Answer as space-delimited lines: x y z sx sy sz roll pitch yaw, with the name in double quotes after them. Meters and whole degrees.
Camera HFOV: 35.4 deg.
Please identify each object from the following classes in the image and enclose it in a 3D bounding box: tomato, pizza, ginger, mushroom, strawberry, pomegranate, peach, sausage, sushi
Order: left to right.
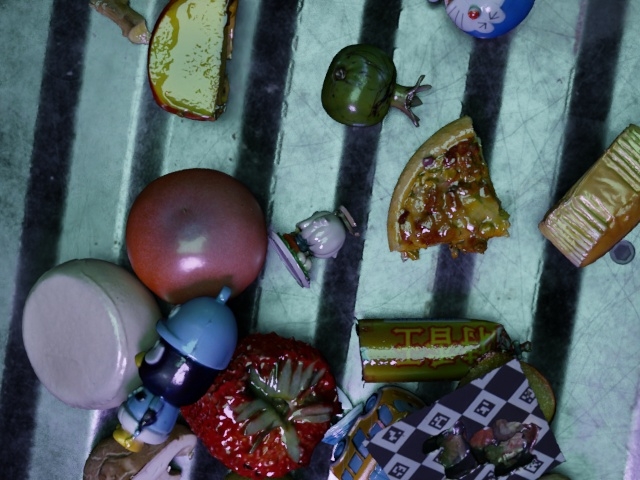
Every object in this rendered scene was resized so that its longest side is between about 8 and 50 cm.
-0.370 -0.422 1.895 0.137 0.044 0.057 41 114 5 "ginger"
-0.365 0.431 1.896 0.286 0.156 0.151 -50 58 5 "mushroom"
-0.234 -0.353 1.820 0.153 0.159 0.268 6 95 -4 "peach"
-0.222 -0.006 1.801 0.255 0.224 0.256 -2 69 4 "tomato"
-0.115 0.288 1.819 0.261 0.257 0.261 -1 91 -24 "strawberry"
0.099 -0.266 1.803 0.191 0.131 0.152 21 91 -2 "pomegranate"
0.219 0.202 1.809 0.317 0.117 0.125 0 101 7 "sausage"
0.246 -0.069 1.814 0.228 0.081 0.290 32 94 4 "pizza"
0.248 0.351 1.741 0.292 0.059 0.294 -30 122 1 "sushi"
0.313 0.272 1.778 0.189 0.068 0.279 -18 128 0 "peach"

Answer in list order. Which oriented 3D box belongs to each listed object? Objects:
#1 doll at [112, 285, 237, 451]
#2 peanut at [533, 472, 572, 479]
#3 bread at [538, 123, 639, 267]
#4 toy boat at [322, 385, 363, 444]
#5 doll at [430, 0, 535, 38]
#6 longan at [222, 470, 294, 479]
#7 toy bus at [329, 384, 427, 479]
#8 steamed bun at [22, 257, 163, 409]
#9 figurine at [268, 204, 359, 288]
-0.243 0.211 1.707 0.141 0.177 0.314 35 90 -6 "doll"
0.372 0.531 1.795 0.123 0.123 0.257 38 86 4 "peanut"
0.499 -0.072 1.737 0.133 0.179 0.250 42 89 12 "bread"
0.027 0.307 1.887 0.105 0.034 0.150 -13 78 10 "toy boat"
0.275 -0.484 1.758 0.215 0.161 0.257 -36 75 34 "doll"
-0.114 0.476 1.858 0.154 0.176 0.145 23 138 -17 "longan"
0.119 0.376 1.804 0.126 0.136 0.210 31 95 -16 "toy bus"
-0.401 0.166 1.843 0.282 0.177 0.283 7 104 31 "steamed bun"
0.000 0.000 1.838 0.153 0.132 0.132 -34 88 -7 "figurine"
